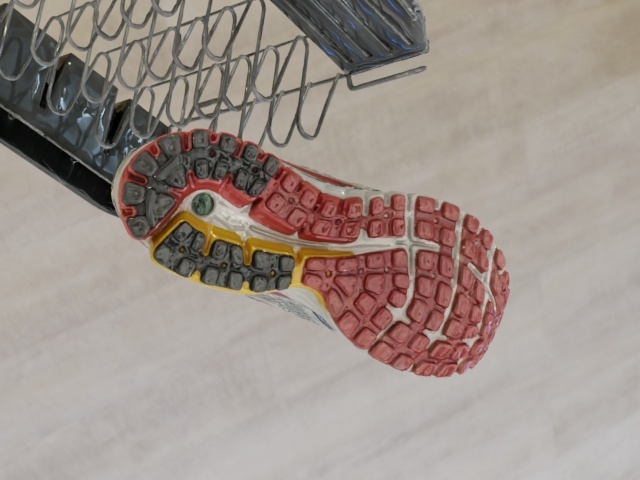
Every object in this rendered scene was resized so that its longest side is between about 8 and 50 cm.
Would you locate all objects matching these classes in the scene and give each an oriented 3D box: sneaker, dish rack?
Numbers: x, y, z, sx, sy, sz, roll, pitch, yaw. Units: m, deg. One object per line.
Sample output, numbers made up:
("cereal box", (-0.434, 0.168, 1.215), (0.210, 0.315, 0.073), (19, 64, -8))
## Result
("sneaker", (0.000, 0.000, 0.595), (0.225, 0.093, 0.088), (26, 88, -22))
("dish rack", (-0.087, -0.109, 0.630), (0.208, 0.271, 0.074), (37, 55, -39))
